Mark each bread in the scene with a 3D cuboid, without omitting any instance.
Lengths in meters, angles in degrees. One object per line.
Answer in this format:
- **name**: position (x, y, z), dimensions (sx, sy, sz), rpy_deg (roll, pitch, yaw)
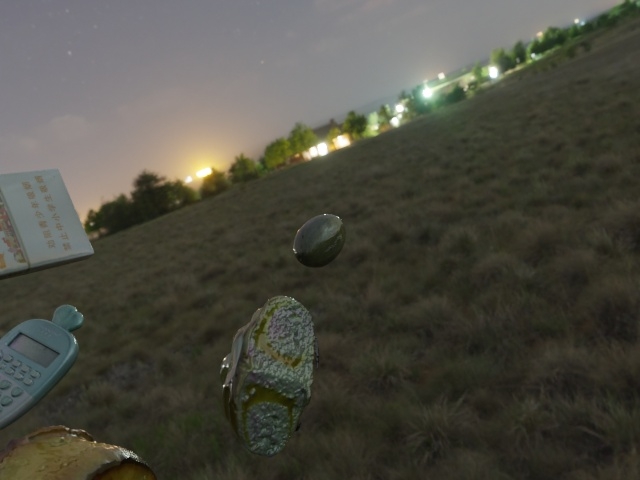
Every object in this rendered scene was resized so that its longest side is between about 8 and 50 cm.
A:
- **bread**: position (-0.110, 0.236, 1.105), dimensions (0.156, 0.158, 0.260), rpy_deg (-32, 43, 41)
- **bread**: position (-0.434, 0.517, 1.066), dimensions (0.216, 0.397, 0.398), rpy_deg (-2, 15, 19)

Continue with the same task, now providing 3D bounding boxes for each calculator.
- **calculator**: position (-0.567, 0.241, 1.204), dimensions (0.184, 0.042, 0.295), rpy_deg (17, 52, 30)

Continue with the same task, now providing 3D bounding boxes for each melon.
- **melon**: position (0.000, 0.000, 1.324), dimensions (0.130, 0.098, 0.098), rpy_deg (-47, 19, -25)

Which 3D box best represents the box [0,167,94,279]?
- **box**: position (-0.372, -0.012, 0.698), dimensions (0.032, 0.122, 0.220), rpy_deg (-28, -7, 37)
